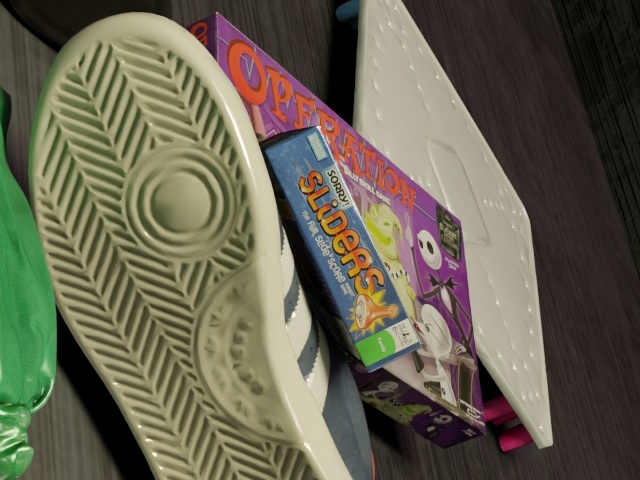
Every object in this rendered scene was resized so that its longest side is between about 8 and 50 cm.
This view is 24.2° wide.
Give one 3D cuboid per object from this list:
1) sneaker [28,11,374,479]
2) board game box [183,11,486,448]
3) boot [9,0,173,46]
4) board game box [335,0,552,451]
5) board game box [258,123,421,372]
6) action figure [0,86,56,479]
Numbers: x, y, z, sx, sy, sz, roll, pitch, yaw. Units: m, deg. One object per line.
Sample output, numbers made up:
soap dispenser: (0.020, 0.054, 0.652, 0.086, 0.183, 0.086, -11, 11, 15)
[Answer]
sneaker: (-0.060, 0.038, 0.845, 0.148, 0.131, 0.350, -70, 145, -73)
board game box: (0.013, 0.004, 1.117, 0.347, 0.056, 0.208, 36, 37, -46)
boot: (-0.194, -0.275, 0.953, 0.264, 0.096, 0.280, 40, 25, -38)
board game box: (0.119, -0.039, 1.506, 0.390, 0.050, 0.390, 55, 23, -31)
board game box: (0.000, 0.000, 0.901, 0.136, 0.035, 0.201, 65, -5, -6)
action figure: (-0.169, 0.005, 0.689, 0.137, 0.063, 0.232, 35, 32, -59)
